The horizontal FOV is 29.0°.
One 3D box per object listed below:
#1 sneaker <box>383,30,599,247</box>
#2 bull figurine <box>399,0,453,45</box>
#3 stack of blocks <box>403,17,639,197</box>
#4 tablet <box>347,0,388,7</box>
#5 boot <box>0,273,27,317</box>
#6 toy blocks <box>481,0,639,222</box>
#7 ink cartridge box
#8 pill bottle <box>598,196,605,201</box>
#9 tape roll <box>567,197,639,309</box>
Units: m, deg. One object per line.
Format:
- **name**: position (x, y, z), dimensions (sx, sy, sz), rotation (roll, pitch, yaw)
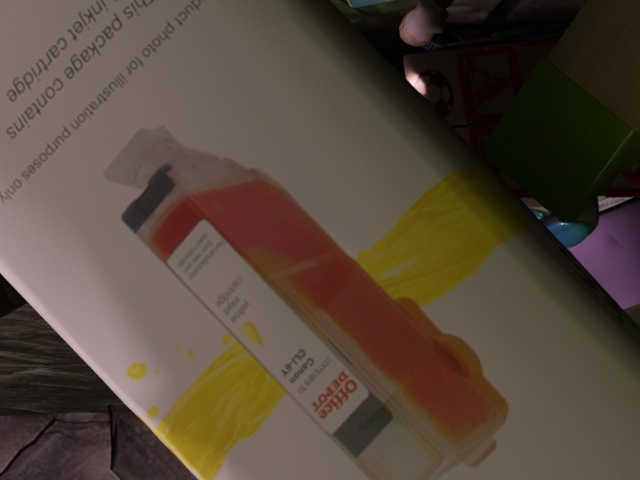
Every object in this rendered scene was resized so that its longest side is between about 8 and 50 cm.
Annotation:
- **sneaker**: position (0.049, -0.088, 0.937), dimensions (0.340, 0.140, 0.125), rotation (12, 163, 13)
- **bull figurine**: position (0.105, -0.187, 0.662), dimensions (0.310, 0.101, 0.188), rotation (-4, 167, 9)
- **stack of blocks**: position (0.215, -0.104, 0.768), dimensions (0.297, 0.087, 0.171), rotation (-20, -165, -41)
- **tablet**: position (0.054, -0.178, 0.838), dimensions (0.083, 0.006, 0.054), rotation (-9, 162, 13)
- **boot**: position (-0.358, -0.031, 0.878), dimensions (0.377, 0.284, 0.138), rotation (-36, 143, -29)
- **toy blocks**: position (0.260, -0.166, 0.510), dimensions (0.261, 0.191, 0.381), rotation (-13, 141, -55)
- **ink cartridge box**: position (0.000, 0.000, 0.573), dimensions (0.160, 0.385, 0.279), rotation (-43, 179, 8)
- **pill bottle**: position (0.159, -0.059, 1.064), dimensions (0.119, 0.119, 0.208), rotation (4, 163, -24)
- **tape roll**: position (0.247, 0.021, 1.230), dimensions (0.274, 0.090, 0.275), rotation (-19, -179, 0)
